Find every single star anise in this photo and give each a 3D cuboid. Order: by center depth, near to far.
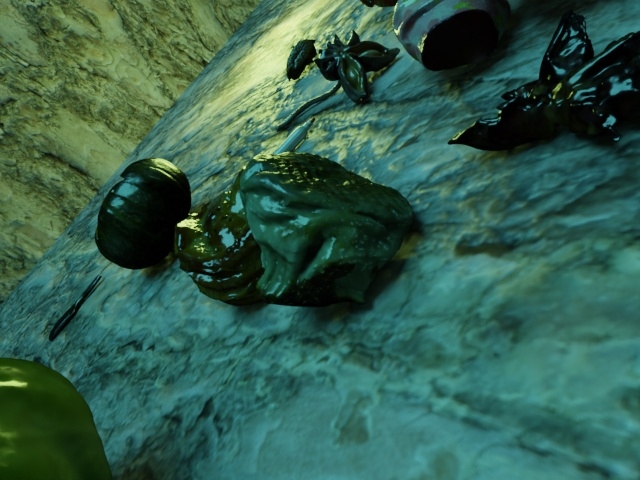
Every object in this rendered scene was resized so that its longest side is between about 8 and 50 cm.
[{"bbox_3d":[0.228,-0.143,0.407,0.157,0.053,0.212,-56,29,-15],"label":"star anise"},{"bbox_3d":[0.022,-0.262,0.860,0.227,0.218,0.148,99,166,-71],"label":"star anise"}]

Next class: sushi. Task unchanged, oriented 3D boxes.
[{"bbox_3d":[-0.047,-0.446,1.133,0.118,0.061,0.060,-42,-3,3],"label":"sushi"}]

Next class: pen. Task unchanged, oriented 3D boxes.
[{"bbox_3d":[-0.085,-0.143,0.841,0.218,0.026,0.026,-48,29,-2],"label":"pen"}]

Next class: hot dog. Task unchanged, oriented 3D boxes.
[{"bbox_3d":[-0.119,-0.023,0.647,0.175,0.114,0.259,-45,30,1],"label":"hot dog"}]

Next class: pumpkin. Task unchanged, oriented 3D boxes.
[{"bbox_3d":[-0.350,-0.050,0.936,0.238,0.159,0.238,-55,21,33],"label":"pumpkin"}]

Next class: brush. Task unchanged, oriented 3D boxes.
[{"bbox_3d":[-0.611,0.163,1.155,0.193,0.016,0.063,-52,31,-8],"label":"brush"}]

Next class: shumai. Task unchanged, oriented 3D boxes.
[{"bbox_3d":[0.003,-0.001,0.491,0.184,0.184,0.142,-114,41,-59],"label":"shumai"}]

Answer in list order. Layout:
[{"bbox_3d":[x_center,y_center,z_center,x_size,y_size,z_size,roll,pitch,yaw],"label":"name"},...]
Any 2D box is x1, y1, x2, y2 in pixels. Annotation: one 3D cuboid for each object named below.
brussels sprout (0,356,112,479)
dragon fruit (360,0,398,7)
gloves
[{"bbox_3d":[-0.334,0.279,0.316,0.361,0.342,0.426,-31,43,38],"label":"brussels sprout"},{"bbox_3d":[0.198,-0.532,0.846,0.295,0.130,0.269,-19,39,40],"label":"dragon fruit"},{"bbox_3d":[0.172,-0.318,0.635,0.145,0.126,0.241,-34,39,30],"label":"gloves"}]
